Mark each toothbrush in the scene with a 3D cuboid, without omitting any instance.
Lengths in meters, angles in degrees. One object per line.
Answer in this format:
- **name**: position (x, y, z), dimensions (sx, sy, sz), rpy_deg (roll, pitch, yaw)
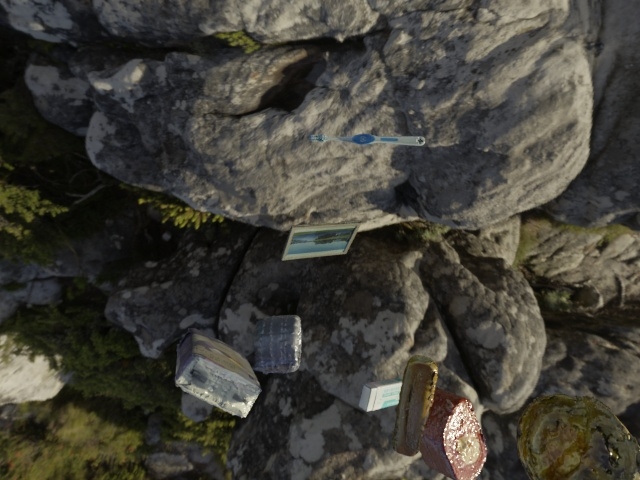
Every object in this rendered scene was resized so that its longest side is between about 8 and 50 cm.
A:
- **toothbrush**: position (0.154, -0.338, 1.428), dimensions (0.386, 0.040, 0.040), rpy_deg (3, 110, 3)

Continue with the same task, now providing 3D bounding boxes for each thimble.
- **thimble**: position (-0.158, 0.387, 1.578), dimensions (0.172, 0.236, 0.205), rpy_deg (-4, 117, 1)

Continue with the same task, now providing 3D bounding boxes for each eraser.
- **eraser**: position (0.251, 0.608, 1.692), dimensions (0.225, 0.052, 0.095), rpy_deg (8, 96, -42)

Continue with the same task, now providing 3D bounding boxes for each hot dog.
- **hot dog**: position (0.227, 0.399, 1.026), dimensions (0.083, 0.068, 0.288), rpy_deg (17, 116, 25)

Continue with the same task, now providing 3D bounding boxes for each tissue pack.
- **tissue pack**: position (-0.335, 0.407, 1.355), dimensions (0.242, 0.344, 0.125), rpy_deg (35, 80, -16)

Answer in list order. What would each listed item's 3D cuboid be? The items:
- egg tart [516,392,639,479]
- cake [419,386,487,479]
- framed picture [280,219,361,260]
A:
- **egg tart**: position (0.589, 0.507, 0.999), dimensions (0.132, 0.297, 0.297), rpy_deg (3, 116, -39)
- **cake**: position (0.382, 0.589, 1.284), dimensions (0.177, 0.151, 0.282), rpy_deg (-30, 109, -31)
- **framed picture**: position (0.000, 0.000, 0.868), dimensions (0.149, 0.011, 0.109), rpy_deg (-6, 145, -22)
